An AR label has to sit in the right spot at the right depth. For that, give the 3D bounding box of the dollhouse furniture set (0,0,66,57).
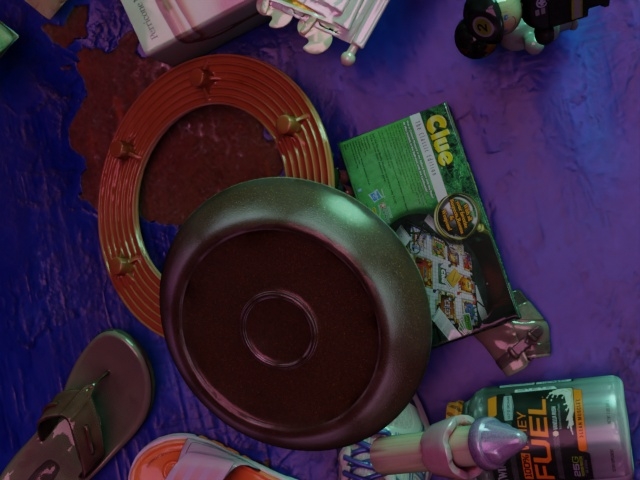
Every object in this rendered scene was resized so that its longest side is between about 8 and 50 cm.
[{"bbox_3d":[-0.430,-0.441,1.573,0.394,0.256,0.362,41,99,-11],"label":"dollhouse furniture set"}]

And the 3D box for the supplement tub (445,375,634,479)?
[{"bbox_3d":[0.236,0.211,1.432,0.191,0.117,0.117,-8,88,13],"label":"supplement tub"}]

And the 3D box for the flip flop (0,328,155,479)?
[{"bbox_3d":[-0.297,0.229,1.571,0.112,0.080,0.277,41,98,10],"label":"flip flop"}]

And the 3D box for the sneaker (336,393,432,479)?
[{"bbox_3d":[0.067,0.281,1.464,0.112,0.131,0.296,-8,87,14],"label":"sneaker"}]

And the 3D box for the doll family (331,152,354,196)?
[{"bbox_3d":[0.000,0.000,1.489,0.076,0.111,0.192,-11,88,12],"label":"doll family"}]

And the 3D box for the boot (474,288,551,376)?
[{"bbox_3d":[0.195,0.110,1.481,0.118,0.042,0.087,-22,87,12],"label":"boot"}]

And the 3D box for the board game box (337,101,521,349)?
[{"bbox_3d":[0.119,-0.013,1.481,0.136,0.030,0.259,-20,74,14],"label":"board game box"}]

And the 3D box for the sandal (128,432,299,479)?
[{"bbox_3d":[-0.102,0.294,1.528,0.265,0.076,0.101,14,93,12],"label":"sandal"}]

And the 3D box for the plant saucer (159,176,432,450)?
[{"bbox_3d":[-0.038,0.089,1.408,0.311,0.050,0.310,6,108,18],"label":"plant saucer"}]

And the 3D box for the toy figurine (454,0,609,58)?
[{"bbox_3d":[0.190,-0.297,1.397,0.148,0.209,0.213,-18,89,-5],"label":"toy figurine"}]

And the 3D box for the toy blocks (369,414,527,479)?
[{"bbox_3d":[0.157,0.358,1.287,0.260,0.288,0.309,-16,110,43],"label":"toy blocks"}]

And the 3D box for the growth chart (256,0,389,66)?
[{"bbox_3d":[-0.020,-0.310,1.412,0.237,0.021,0.172,38,100,7],"label":"growth chart"}]

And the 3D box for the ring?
[{"bbox_3d":[-0.131,-0.047,1.500,0.337,0.032,0.336,-4,84,34],"label":"ring"}]

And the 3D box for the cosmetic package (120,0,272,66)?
[{"bbox_3d":[-0.082,-0.331,1.501,0.296,0.129,0.153,-28,86,12],"label":"cosmetic package"}]
